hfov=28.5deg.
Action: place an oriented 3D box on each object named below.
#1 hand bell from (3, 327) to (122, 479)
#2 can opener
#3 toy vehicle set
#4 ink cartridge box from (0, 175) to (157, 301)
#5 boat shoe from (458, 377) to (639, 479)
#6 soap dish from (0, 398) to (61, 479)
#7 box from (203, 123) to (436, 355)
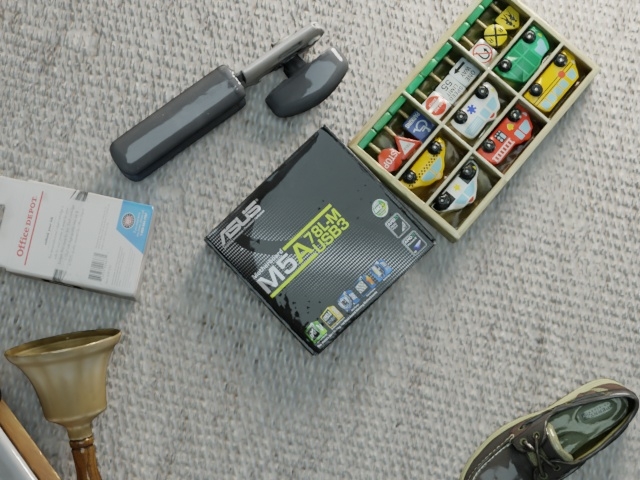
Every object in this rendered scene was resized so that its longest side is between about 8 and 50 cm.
[{"bbox_3d":[-0.255,0.225,1.360,0.126,0.126,0.242,-10,95,-4],"label":"hand bell"},{"bbox_3d":[-0.098,-0.146,1.421,0.283,0.076,0.095,-37,84,-6],"label":"can opener"},{"bbox_3d":[0.176,-0.150,1.455,0.166,0.035,0.267,40,82,3],"label":"toy vehicle set"},{"bbox_3d":[-0.281,-0.003,1.397,0.180,0.060,0.104,13,82,-1],"label":"ink cartridge box"},{"bbox_3d":[0.252,0.223,1.385,0.224,0.073,0.080,-31,84,-7],"label":"boat shoe"},{"bbox_3d":[-0.382,0.279,1.291,0.229,0.118,0.291,-39,67,-8],"label":"soap dish"},{"bbox_3d":[0.000,0.000,1.407,0.191,0.045,0.184,-43,88,2],"label":"box"}]
